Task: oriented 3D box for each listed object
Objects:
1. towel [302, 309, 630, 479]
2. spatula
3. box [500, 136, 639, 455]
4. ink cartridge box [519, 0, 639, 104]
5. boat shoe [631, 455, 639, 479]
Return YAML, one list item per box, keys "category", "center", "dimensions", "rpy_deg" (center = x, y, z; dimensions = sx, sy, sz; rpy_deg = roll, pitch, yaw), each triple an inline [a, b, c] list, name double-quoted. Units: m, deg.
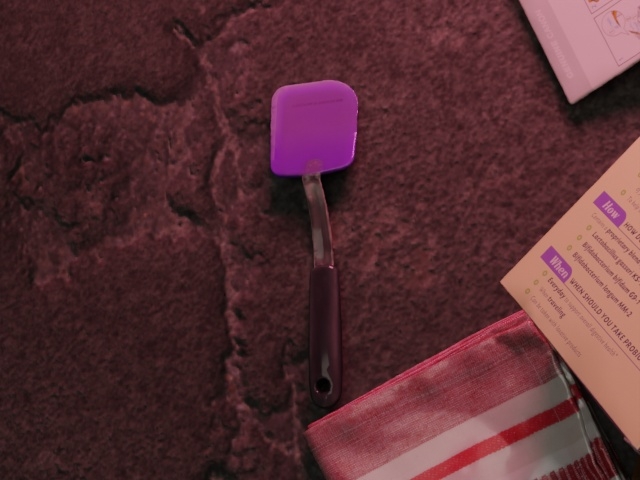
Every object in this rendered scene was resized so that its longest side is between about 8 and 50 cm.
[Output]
- category: "towel"
  center: [0.149, 0.249, 1.208]
  dimensions: [0.237, 0.037, 0.329]
  rpy_deg: [-31, 74, 16]
- category: "spatula"
  center: [0.000, 0.000, 1.300]
  dimensions: [0.084, 0.030, 0.296]
  rpy_deg: [-7, 81, 19]
- category: "box"
  center: [0.293, 0.028, 1.085]
  dimensions: [0.243, 0.117, 0.213]
  rpy_deg: [-48, 37, 11]
- category: "ink cartridge box"
  center: [0.257, -0.285, 1.219]
  dimensions: [0.239, 0.060, 0.275]
  rpy_deg: [-34, 72, 35]
- category: "boat shoe"
  center: [0.310, 0.238, 1.106]
  dimensions: [0.123, 0.123, 0.342]
  rpy_deg: [-8, 57, 46]
